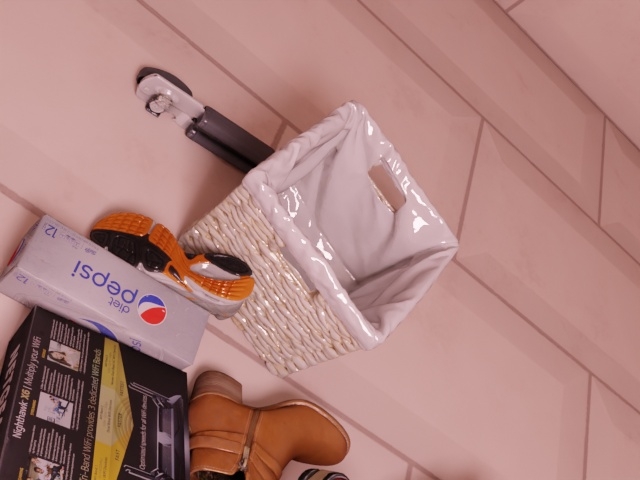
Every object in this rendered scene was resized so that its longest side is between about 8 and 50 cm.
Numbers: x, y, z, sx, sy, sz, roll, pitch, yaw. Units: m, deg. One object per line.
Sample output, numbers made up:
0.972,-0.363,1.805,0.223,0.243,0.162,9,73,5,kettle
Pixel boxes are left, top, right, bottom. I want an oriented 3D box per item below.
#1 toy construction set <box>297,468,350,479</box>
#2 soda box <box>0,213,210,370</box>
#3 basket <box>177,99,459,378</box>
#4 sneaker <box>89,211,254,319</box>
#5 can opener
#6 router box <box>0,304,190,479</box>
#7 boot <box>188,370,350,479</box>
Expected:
-0.006,0.431,1.032,0.328,0.151,0.215,-37,103,-47,toy construction set
-0.308,0.089,1.136,0.286,0.091,0.098,34,48,-24,soda box
0.000,0.000,1.334,0.328,0.266,0.331,54,45,-6,basket
-0.238,0.055,1.221,0.262,0.121,0.099,26,50,0,sneaker
-0.201,-0.216,1.405,0.280,0.074,0.093,35,48,-24,can opener
-0.285,0.246,0.986,0.243,0.081,0.309,31,22,-26,router box
-0.072,0.315,1.150,0.283,0.109,0.220,34,18,-19,boot
